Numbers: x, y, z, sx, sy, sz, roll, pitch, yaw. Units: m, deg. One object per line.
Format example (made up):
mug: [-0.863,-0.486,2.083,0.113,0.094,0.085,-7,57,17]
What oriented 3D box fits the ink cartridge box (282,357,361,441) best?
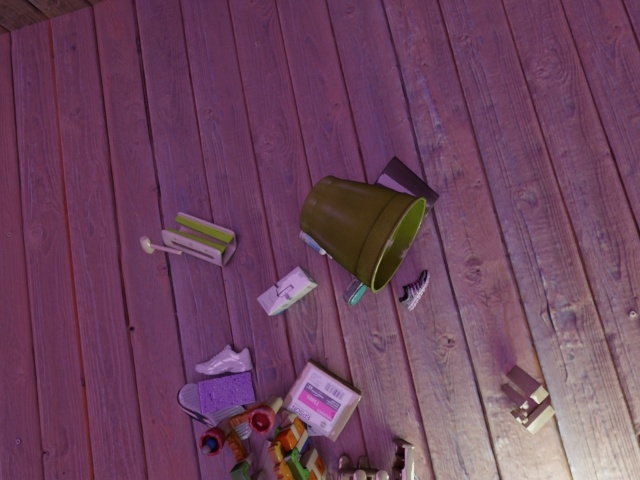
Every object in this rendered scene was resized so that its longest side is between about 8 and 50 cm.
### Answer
ink cartridge box: [0.005,0.580,1.520,0.235,0.088,0.193,30,85,9]

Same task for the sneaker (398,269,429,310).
sneaker: [0.354,0.180,1.576,0.075,0.063,0.170,28,92,6]

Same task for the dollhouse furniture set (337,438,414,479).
dollhouse furniture set: [0.193,0.787,1.448,0.242,0.212,0.160,6,74,-9]

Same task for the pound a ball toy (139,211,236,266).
pound a ball toy: [-0.533,0.023,1.690,0.319,0.135,0.208,19,50,11]

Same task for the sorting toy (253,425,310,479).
sorting toy: [-0.147,0.870,1.568,0.196,0.047,0.347,18,90,15]

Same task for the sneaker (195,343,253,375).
sneaker: [-0.384,0.474,1.653,0.232,0.090,0.115,-6,74,-1]

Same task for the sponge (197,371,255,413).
sponge: [-0.359,0.580,1.585,0.210,0.031,0.117,-1,71,-32]

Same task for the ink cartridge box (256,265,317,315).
ink cartridge box: [-0.125,0.197,1.609,0.203,0.148,0.086,-38,76,1]

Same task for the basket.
basket: [0.324,-0.179,1.591,0.227,0.154,0.204,36,89,9]

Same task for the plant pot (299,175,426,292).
plant pot: [0.130,-0.058,1.483,0.353,0.366,0.366,28,87,22]

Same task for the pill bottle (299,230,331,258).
pill bottle: [0.000,0.000,1.647,0.160,0.087,0.087,38,89,12]

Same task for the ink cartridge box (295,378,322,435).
ink cartridge box: [-0.035,0.633,1.585,0.097,0.046,0.207,-7,81,7]

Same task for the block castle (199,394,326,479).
block castle: [-0.182,0.797,1.412,0.303,0.213,0.453,-29,88,15]

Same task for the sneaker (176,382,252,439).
sneaker: [-0.412,0.661,1.613,0.321,0.127,0.126,39,54,-10]

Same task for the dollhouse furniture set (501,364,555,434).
dollhouse furniture set: [0.729,0.567,1.479,0.144,0.123,0.151,-46,113,1]

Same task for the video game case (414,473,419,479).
video game case: [0.285,1.003,1.461,0.285,0.025,0.204,-41,59,2]

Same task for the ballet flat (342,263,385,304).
ballet flat: [0.166,0.157,1.611,0.213,0.072,0.068,-47,48,-2]
